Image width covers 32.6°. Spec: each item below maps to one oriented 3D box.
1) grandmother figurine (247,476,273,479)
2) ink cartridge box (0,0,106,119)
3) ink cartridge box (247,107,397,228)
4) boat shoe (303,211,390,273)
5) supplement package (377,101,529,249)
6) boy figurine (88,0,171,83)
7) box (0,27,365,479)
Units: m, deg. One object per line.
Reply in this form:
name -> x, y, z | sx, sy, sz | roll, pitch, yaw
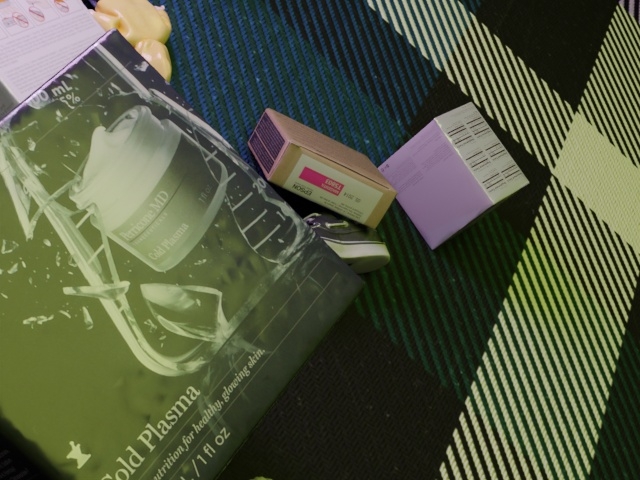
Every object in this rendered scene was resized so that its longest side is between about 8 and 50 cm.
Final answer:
grandmother figurine -> -0.168, 0.441, 1.505 | 0.342, 0.104, 0.208 | -32, 93, -44
ink cartridge box -> -0.438, -0.269, 1.727 | 0.385, 0.091, 0.308 | 50, 30, -5
ink cartridge box -> 0.000, -0.132, 1.995 | 0.235, 0.088, 0.193 | 25, 16, -24
boat shoe -> 0.000, 0.000, 1.949 | 0.301, 0.108, 0.102 | 0, 62, -42
supplement package -> 0.264, -0.129, 2.191 | 0.149, 0.194, 0.203 | -28, 81, -46
boy figurine -> -0.339, -0.387, 1.956 | 0.177, 0.092, 0.285 | -22, 77, -46
box -> -0.287, 0.085, 1.382 | 0.472, 0.297, 0.480 | 44, 55, -8
